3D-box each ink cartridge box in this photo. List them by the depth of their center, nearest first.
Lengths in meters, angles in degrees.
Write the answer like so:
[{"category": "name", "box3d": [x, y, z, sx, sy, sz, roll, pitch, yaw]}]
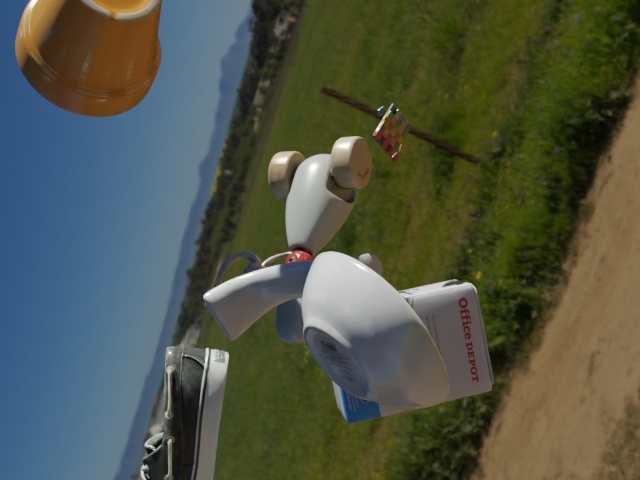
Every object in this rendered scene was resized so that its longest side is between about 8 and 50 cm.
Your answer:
[{"category": "ink cartridge box", "box3d": [0.106, 0.137, 0.991, 0.082, 0.190, 0.140, -173, 71, -81]}]

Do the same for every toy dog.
[{"category": "toy dog", "box3d": [0.000, 0.000, 1.239, 0.161, 0.220, 0.334, 33, -101, -52]}]

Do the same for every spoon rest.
[{"category": "spoon rest", "box3d": [0.004, 0.060, 0.639, 0.084, 0.137, 0.276, -40, 25, -25]}]

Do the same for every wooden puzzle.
[{"category": "wooden puzzle", "box3d": [0.091, -0.138, 0.991, 0.006, 0.083, 0.049, 23, 77, 42]}]

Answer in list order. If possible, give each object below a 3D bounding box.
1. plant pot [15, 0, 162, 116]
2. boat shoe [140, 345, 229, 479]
[{"category": "plant pot", "box3d": [-0.312, -0.310, 1.112, 0.188, 0.205, 0.205, -39, 34, 54]}, {"category": "boat shoe", "box3d": [-0.140, 0.213, 0.775, 0.078, 0.070, 0.219, 174, 104, -80]}]
